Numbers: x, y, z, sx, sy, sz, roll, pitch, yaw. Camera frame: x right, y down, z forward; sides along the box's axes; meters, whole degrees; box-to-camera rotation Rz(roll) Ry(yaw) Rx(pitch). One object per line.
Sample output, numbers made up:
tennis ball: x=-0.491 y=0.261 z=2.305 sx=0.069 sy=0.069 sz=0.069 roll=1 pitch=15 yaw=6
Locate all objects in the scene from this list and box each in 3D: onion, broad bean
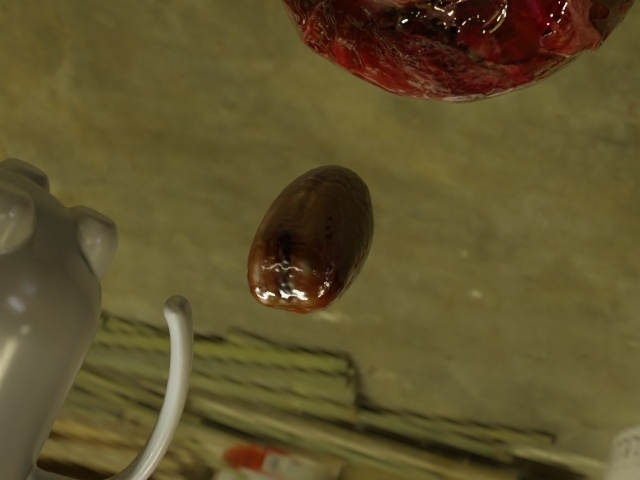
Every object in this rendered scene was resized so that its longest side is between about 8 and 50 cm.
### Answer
onion: x=0.081 y=-0.211 z=0.854 sx=0.221 sy=0.281 sz=0.281 roll=21 pitch=152 yaw=17
broad bean: x=0.000 y=0.000 z=1.335 sx=0.084 sy=0.165 sz=0.114 roll=14 pitch=111 yaw=16

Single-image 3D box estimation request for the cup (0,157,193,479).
cup: x=-0.155 y=0.042 z=0.745 sx=0.173 sy=0.142 sz=0.134 roll=31 pitch=-174 yaw=21
